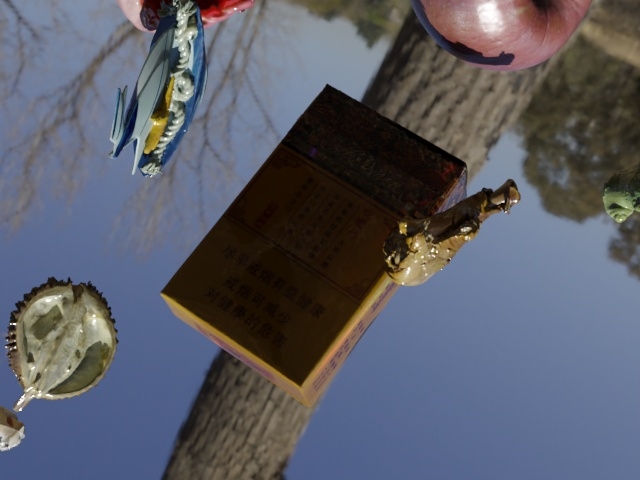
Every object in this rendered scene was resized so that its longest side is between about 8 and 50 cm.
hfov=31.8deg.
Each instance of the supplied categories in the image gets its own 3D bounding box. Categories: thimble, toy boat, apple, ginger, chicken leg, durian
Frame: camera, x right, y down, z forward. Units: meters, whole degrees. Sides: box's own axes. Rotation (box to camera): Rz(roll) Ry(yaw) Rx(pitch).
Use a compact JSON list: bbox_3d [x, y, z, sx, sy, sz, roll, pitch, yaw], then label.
[{"bbox_3d":[-0.178,-0.348,1.385,0.189,0.163,0.125,-16,-130,-27],"label":"thimble"},{"bbox_3d":[-0.189,-0.153,1.209,0.067,0.221,0.291,18,-161,5],"label":"toy boat"},{"bbox_3d":[0.249,-0.388,1.567,0.305,0.306,0.235,10,-160,-47],"label":"apple"},{"bbox_3d":[0.645,-0.120,2.113,0.089,0.290,0.137,45,-134,-9],"label":"ginger"},{"bbox_3d":[0.169,-0.021,1.485,0.101,0.207,0.085,51,-171,-40],"label":"chicken leg"},{"bbox_3d":[-0.347,0.132,1.442,0.148,0.189,0.091,31,171,-31],"label":"durian"}]

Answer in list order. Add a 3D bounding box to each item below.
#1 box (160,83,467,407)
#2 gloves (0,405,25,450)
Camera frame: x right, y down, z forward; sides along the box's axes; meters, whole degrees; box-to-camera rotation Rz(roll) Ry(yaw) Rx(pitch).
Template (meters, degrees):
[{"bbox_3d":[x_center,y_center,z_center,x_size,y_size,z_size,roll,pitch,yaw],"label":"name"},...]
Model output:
[{"bbox_3d":[0.000,-0.001,1.642,0.264,0.415,0.116,31,164,18],"label":"box"},{"bbox_3d":[-0.575,0.307,1.925,0.114,0.070,0.153,41,166,-31],"label":"gloves"}]
